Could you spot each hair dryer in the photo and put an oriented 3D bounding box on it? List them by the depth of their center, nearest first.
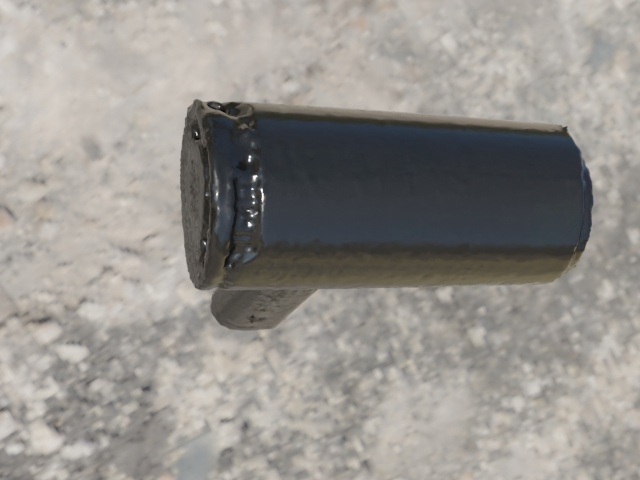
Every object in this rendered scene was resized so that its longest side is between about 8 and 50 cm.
[{"bbox_3d":[0.000,0.000,0.829,0.197,0.251,0.089,-1,75,-22],"label":"hair dryer"}]
